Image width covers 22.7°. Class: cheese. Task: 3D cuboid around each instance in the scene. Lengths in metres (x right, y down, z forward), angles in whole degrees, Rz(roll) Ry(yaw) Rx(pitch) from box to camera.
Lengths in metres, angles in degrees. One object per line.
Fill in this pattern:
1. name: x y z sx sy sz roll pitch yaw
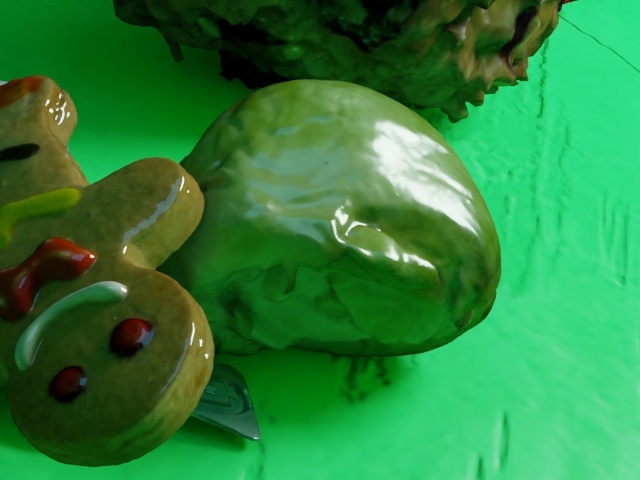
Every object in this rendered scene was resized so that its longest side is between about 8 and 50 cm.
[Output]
1. cheese: -0.087 0.063 0.723 0.120 0.026 0.067 12 27 -20

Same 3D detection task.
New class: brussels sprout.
1. brussels sprout: -0.001 -0.006 0.792 0.183 0.131 0.145 7 49 -22

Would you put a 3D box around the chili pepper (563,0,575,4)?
1. chili pepper: 0.044 -0.280 1.336 0.387 0.110 0.110 22 29 4

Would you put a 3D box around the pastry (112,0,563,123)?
1. pastry: 0.016 -0.240 1.065 0.337 0.292 0.405 35 22 17

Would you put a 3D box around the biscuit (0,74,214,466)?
1. biscuit: -0.132 0.009 0.705 0.165 0.036 0.250 -37 45 -10

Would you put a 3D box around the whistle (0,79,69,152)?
1. whistle: -0.263 -0.134 0.910 0.133 0.142 0.346 -38 61 -11
